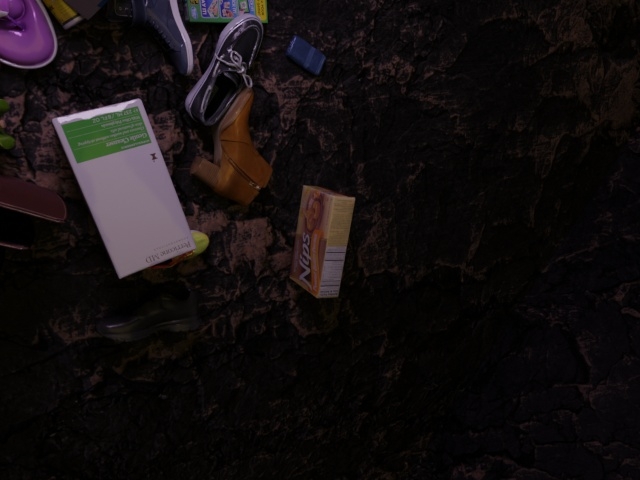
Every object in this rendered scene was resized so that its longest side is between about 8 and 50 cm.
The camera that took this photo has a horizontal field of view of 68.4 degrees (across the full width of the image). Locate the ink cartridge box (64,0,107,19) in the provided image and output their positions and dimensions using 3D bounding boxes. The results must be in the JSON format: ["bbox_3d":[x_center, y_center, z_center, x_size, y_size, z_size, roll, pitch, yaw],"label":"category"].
[{"bbox_3d":[-0.453,-0.609,0.935,0.168,0.171,0.233,36,67,-37],"label":"ink cartridge box"}]

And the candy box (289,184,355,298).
[{"bbox_3d":[0.000,0.000,1.468,0.087,0.183,0.317,0,106,-32],"label":"candy box"}]

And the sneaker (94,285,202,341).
[{"bbox_3d":[-0.468,0.195,1.295,0.286,0.109,0.130,-6,103,-41],"label":"sneaker"}]

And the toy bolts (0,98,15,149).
[{"bbox_3d":[-0.722,-0.287,0.895,0.158,0.218,0.229,-2,102,-8],"label":"toy bolts"}]

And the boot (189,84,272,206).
[{"bbox_3d":[-0.208,-0.255,1.308,0.211,0.104,0.295,27,95,-42],"label":"boot"}]

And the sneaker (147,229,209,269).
[{"bbox_3d":[-0.395,0.035,1.280,0.208,0.094,0.082,-21,116,-26],"label":"sneaker"}]

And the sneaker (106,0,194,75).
[{"bbox_3d":[-0.398,-0.487,1.094,0.163,0.086,0.226,-27,110,-35],"label":"sneaker"}]

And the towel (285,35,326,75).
[{"bbox_3d":[-0.042,-0.530,1.354,0.119,0.029,0.067,23,93,-37],"label":"towel"}]

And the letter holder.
[{"bbox_3d":[-0.653,-0.038,0.959,0.214,0.302,0.152,18,96,-36],"label":"letter holder"}]

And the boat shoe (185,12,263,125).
[{"bbox_3d":[-0.230,-0.430,1.198,0.306,0.105,0.113,-53,139,0],"label":"boat shoe"}]

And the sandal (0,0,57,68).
[{"bbox_3d":[-0.682,-0.517,0.888,0.169,0.102,0.416,-33,122,-7],"label":"sandal"}]

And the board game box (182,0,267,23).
[{"bbox_3d":[-0.243,-0.705,1.154,0.213,0.046,0.317,-14,113,-28],"label":"board game box"}]

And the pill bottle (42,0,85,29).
[{"bbox_3d":[-0.558,-0.519,1.002,0.065,0.065,0.116,-41,123,-15],"label":"pill bottle"}]

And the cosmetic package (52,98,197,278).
[{"bbox_3d":[-0.455,-0.118,1.108,0.197,0.155,0.366,-25,103,-24],"label":"cosmetic package"}]
